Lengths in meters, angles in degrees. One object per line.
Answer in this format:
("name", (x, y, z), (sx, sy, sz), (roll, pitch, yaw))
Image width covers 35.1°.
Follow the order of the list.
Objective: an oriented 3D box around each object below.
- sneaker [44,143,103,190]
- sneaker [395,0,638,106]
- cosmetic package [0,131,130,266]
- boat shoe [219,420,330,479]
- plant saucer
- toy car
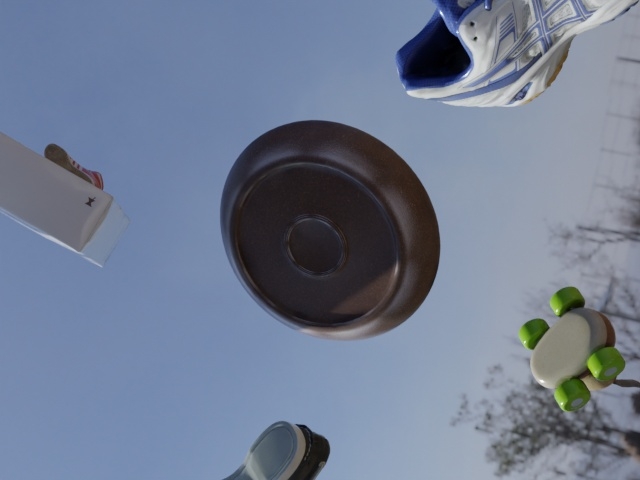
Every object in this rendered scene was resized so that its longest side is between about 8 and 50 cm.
("sneaker", (-0.430, -0.122, 1.773), (0.042, 0.118, 0.067), (-48, -13, 8))
("sneaker", (0.159, -0.200, 0.790), (0.112, 0.131, 0.296), (69, 151, 27))
("cosmetic package", (-0.464, -0.100, 1.434), (0.097, 0.377, 0.284), (-60, 2, -10))
("boat shoe", (-0.104, 0.396, 1.542), (0.302, 0.114, 0.091), (-43, -43, 22))
("plant saucer", (0.000, 0.000, 1.313), (0.050, 0.310, 0.311), (-46, -34, -60))
("toy car", (0.438, 0.183, 1.607), (0.188, 0.155, 0.149), (17, -55, -37))
